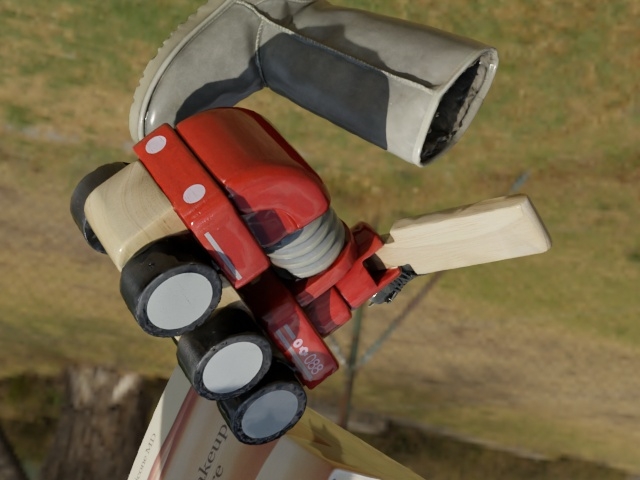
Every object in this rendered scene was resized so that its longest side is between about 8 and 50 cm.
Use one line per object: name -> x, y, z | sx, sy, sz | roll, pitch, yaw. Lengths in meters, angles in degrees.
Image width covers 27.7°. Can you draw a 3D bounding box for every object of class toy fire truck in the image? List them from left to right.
toy fire truck -> 0.000, 0.000, 0.854 | 0.158, 0.246, 0.217 | 49, 174, 43

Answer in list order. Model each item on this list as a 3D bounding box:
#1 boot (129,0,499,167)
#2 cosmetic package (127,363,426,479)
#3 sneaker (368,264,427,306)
boot -> -0.008, -0.100, 0.910 | 0.208, 0.189, 0.076 | 33, 172, 21
cosmetic package -> -0.037, 0.217, 1.058 | 0.129, 0.153, 0.296 | 22, 178, -30
sneaker -> 0.098, 0.053, 1.761 | 0.051, 0.089, 0.170 | 37, 175, -10
